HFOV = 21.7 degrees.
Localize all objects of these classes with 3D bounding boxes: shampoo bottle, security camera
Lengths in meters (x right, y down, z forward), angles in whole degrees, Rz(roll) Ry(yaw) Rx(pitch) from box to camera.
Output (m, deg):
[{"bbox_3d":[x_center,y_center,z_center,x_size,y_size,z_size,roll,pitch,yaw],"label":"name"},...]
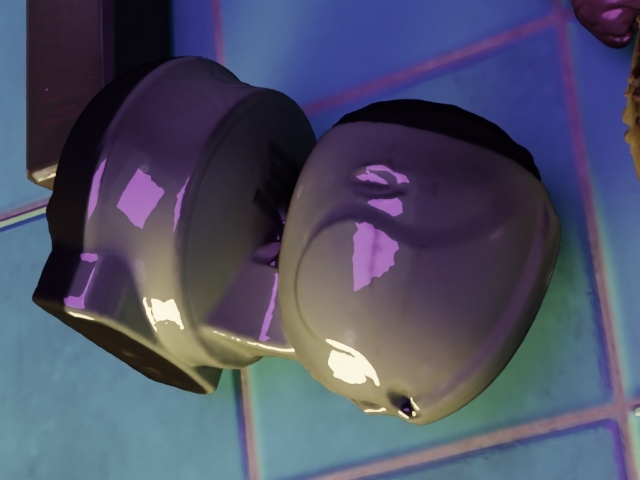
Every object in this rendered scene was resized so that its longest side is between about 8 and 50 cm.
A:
[{"bbox_3d":[-0.155,-0.120,1.168,0.080,0.079,0.246,-14,68,29],"label":"shampoo bottle"},{"bbox_3d":[0.000,0.000,0.975,0.277,0.197,0.191,11,72,28],"label":"security camera"}]

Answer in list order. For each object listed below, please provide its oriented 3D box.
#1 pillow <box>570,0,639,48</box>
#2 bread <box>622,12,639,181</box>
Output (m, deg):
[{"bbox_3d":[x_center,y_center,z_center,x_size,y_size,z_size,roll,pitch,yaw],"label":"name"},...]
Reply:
[{"bbox_3d":[0.177,-0.257,1.000,0.223,0.084,0.236,-50,58,7],"label":"pillow"},{"bbox_3d":[0.305,-0.077,0.819,0.305,0.159,0.306,-8,74,28],"label":"bread"}]
